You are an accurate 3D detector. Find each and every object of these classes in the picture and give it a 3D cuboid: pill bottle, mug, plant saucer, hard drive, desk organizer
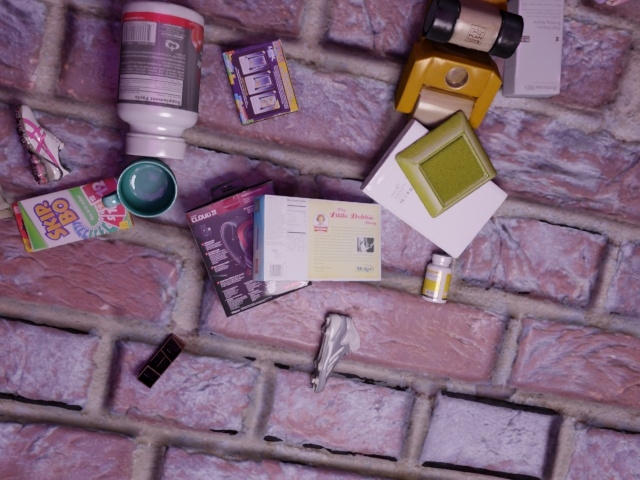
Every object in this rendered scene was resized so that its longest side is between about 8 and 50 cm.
[{"bbox_3d":[0.293,0.093,1.486,0.065,0.065,0.116,10,96,-7],"label":"pill bottle"},{"bbox_3d":[-0.409,-0.128,1.364,0.157,0.097,0.130,12,103,-17],"label":"mug"},{"bbox_3d":[0.299,-0.166,1.371,0.188,0.045,0.188,-35,112,4],"label":"plant saucer"},{"bbox_3d":[0.275,-0.119,1.432,0.307,0.040,0.203,34,101,-20],"label":"hard drive"},{"bbox_3d":[-0.354,-0.344,1.311,0.176,0.176,0.319,5,97,-6],"label":"pill bottle"},{"bbox_3d":[-0.388,0.294,1.451,0.047,0.050,0.130,40,92,-9],"label":"desk organizer"}]

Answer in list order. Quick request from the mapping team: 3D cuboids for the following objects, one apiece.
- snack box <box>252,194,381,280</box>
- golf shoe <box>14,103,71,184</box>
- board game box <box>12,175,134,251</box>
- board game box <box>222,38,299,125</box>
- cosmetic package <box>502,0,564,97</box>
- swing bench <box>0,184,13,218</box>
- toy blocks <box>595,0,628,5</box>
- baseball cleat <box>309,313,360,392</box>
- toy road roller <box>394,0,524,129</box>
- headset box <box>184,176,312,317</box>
[{"bbox_3d":[0.000,0.000,1.366,0.321,0.060,0.187,3,86,-33],"label":"snack box"},{"bbox_3d":[-0.638,-0.224,1.362,0.086,0.067,0.186,-23,98,-31],"label":"golf shoe"},{"bbox_3d":[-0.583,-0.060,1.398,0.259,0.039,0.124,-14,98,-1],"label":"board game box"},{"bbox_3d":[-0.140,-0.369,1.395,0.141,0.048,0.170,-15,98,-6],"label":"board game box"},{"bbox_3d":[0.510,-0.464,1.429,0.117,0.085,0.231,-2,96,-5],"label":"cosmetic package"},{"bbox_3d":[-0.856,-0.134,1.295,0.254,0.165,0.253,-17,98,-4],"label":"swing bench"},{"bbox_3d":[0.707,-0.702,1.315,0.260,0.288,0.309,-7,101,-10],"label":"toy blocks"},{"bbox_3d":[0.041,0.288,1.483,0.109,0.072,0.206,11,100,-13],"label":"baseball cleat"},{"bbox_3d":[0.309,-0.441,1.381,0.202,0.241,0.330,12,133,-7],"label":"toy road roller"},{"bbox_3d":[-0.172,0.001,1.405,0.218,0.110,0.293,-22,99,-3],"label":"headset box"}]
